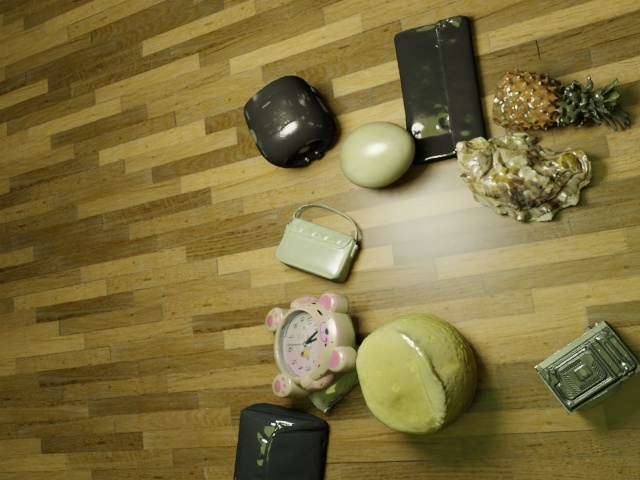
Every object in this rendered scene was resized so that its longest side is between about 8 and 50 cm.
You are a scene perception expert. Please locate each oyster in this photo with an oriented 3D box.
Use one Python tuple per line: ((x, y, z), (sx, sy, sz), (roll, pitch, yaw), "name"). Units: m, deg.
((0.524, -0.180, 1.703), (0.352, 0.115, 0.237), (27, 97, 10), "oyster")

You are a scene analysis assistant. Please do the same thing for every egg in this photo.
((0.165, -0.248, 1.835), (0.254, 0.189, 0.188), (-12, 78, 50), "egg")

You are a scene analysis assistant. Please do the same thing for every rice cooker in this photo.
((-0.088, -0.354, 1.954), (0.267, 0.267, 0.224), (-35, 78, 19), "rice cooker")

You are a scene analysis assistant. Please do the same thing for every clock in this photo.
((-0.029, 0.302, 1.870), (0.310, 0.114, 0.283), (-31, 57, 41), "clock")

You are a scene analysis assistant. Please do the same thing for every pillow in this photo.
((0.049, 0.405, 1.911), (0.229, 0.051, 0.128), (-44, 70, 14), "pillow")

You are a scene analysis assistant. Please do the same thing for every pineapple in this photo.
((0.632, -0.352, 1.660), (0.341, 0.169, 0.169), (13, 90, 20), "pineapple")

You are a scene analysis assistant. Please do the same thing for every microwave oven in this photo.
((0.666, 0.315, 1.581), (0.208, 0.122, 0.162), (-40, 68, 17), "microwave oven")

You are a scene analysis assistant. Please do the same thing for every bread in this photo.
((0.263, 0.356, 1.717), (0.321, 0.237, 0.320), (-1, 88, 35), "bread")

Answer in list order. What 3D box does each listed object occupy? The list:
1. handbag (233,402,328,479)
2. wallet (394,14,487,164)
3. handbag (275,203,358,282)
((-0.122, 0.660, 1.895), (0.275, 0.178, 0.301), (6, 87, 27), "handbag")
((0.345, -0.435, 1.849), (0.229, 0.062, 0.405), (-11, 81, 24), "wallet")
((0.000, 0.000, 1.970), (0.256, 0.079, 0.219), (19, 82, 26), "handbag")
